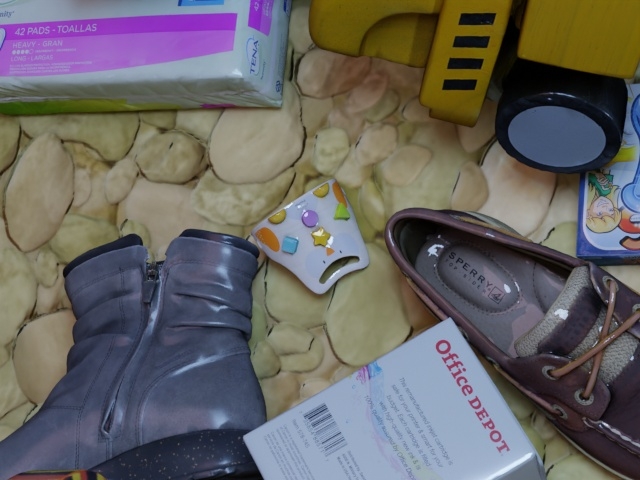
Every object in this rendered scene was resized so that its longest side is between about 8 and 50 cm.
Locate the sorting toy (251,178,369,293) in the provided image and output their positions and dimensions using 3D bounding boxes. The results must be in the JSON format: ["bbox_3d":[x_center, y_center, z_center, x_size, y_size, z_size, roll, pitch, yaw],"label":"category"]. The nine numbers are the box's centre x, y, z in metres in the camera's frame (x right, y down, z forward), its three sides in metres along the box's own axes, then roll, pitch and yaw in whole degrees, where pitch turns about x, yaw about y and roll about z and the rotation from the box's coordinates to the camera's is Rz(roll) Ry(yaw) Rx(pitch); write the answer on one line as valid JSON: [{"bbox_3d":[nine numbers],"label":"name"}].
[{"bbox_3d":[0.000,0.000,1.414,0.083,0.045,0.075,-32,88,-10],"label":"sorting toy"}]

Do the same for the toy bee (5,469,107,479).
[{"bbox_3d":[-0.164,0.265,1.348,0.195,0.298,0.162,12,40,9],"label":"toy bee"}]

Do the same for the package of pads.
[{"bbox_3d":[-0.164,-0.232,1.532,0.296,0.101,0.229,0,76,25],"label":"package of pads"}]

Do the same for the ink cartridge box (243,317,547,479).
[{"bbox_3d":[0.060,0.168,1.267,0.176,0.127,0.128,-29,59,-1],"label":"ink cartridge box"}]

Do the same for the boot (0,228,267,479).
[{"bbox_3d":[-0.197,0.123,1.452,0.338,0.118,0.223,-12,67,11],"label":"boot"}]

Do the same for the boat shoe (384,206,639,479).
[{"bbox_3d":[0.183,0.074,1.263,0.342,0.123,0.123,38,93,29],"label":"boat shoe"}]

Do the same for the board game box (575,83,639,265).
[{"bbox_3d":[0.292,-0.051,1.298,0.201,0.035,0.136,-3,74,25],"label":"board game box"}]

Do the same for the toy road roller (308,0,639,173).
[{"bbox_3d":[0.125,-0.213,1.233,0.240,0.329,0.203,13,57,1],"label":"toy road roller"}]
